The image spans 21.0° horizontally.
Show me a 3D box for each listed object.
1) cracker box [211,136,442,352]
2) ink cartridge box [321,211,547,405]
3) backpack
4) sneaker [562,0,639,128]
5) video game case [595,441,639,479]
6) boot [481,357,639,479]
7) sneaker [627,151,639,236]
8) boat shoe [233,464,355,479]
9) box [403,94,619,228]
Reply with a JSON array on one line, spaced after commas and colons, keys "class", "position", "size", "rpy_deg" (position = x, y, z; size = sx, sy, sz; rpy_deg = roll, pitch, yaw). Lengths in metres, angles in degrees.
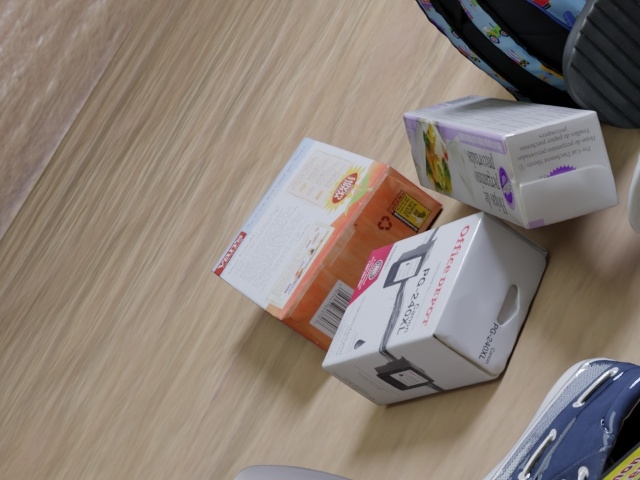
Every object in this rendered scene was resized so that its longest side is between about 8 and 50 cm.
[{"class": "cracker box", "position": [0.000, 0.000, 1.503], "size": [0.155, 0.067, 0.232], "rpy_deg": [-55, 20, -2]}, {"class": "ink cartridge box", "position": [0.081, 0.050, 1.239], "size": [0.150, 0.063, 0.109], "rpy_deg": [-23, 37, 57]}, {"class": "backpack", "position": [0.162, -0.167, 1.237], "size": [0.117, 0.173, 0.158], "rpy_deg": [-59, 19, -11]}, {"class": "sneaker", "position": [0.265, -0.205, 1.154], "size": [0.330, 0.122, 0.146], "rpy_deg": [-48, 18, -10]}, {"class": "video game case", "position": [0.198, 0.104, 0.736], "size": [0.275, 0.035, 0.248], "rpy_deg": [-33, 4, -35]}, {"class": "boot", "position": [0.132, 0.146, 0.956], "size": [0.190, 0.069, 0.086], "rpy_deg": [-59, 14, -12]}, {"class": "sneaker", "position": [0.232, -0.099, 1.021], "size": [0.094, 0.080, 0.212], "rpy_deg": [-67, -5, -47]}, {"class": "boat shoe", "position": [-0.012, 0.249, 1.060], "size": [0.340, 0.127, 0.158], "rpy_deg": [-94, 17, -83]}, {"class": "box", "position": [0.124, -0.061, 1.215], "size": [0.067, 0.063, 0.324], "rpy_deg": [-16, 9, -7]}]
